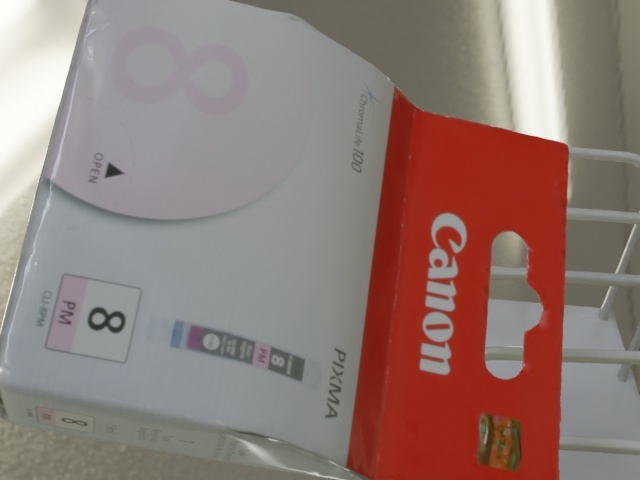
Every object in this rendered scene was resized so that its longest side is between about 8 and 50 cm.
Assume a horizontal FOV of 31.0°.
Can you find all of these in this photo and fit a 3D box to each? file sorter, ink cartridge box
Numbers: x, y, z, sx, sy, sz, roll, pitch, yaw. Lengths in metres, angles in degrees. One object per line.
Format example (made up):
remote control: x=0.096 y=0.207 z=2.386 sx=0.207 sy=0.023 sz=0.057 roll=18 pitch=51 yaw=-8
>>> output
file sorter: x=0.145 y=0.086 z=0.740 sx=0.277 sy=0.193 sz=0.173 roll=-93 pitch=9 yaw=-49
ink cartridge box: x=0.000 y=0.000 z=0.483 sx=0.066 sy=0.233 sz=0.189 roll=107 pitch=172 yaw=-64
